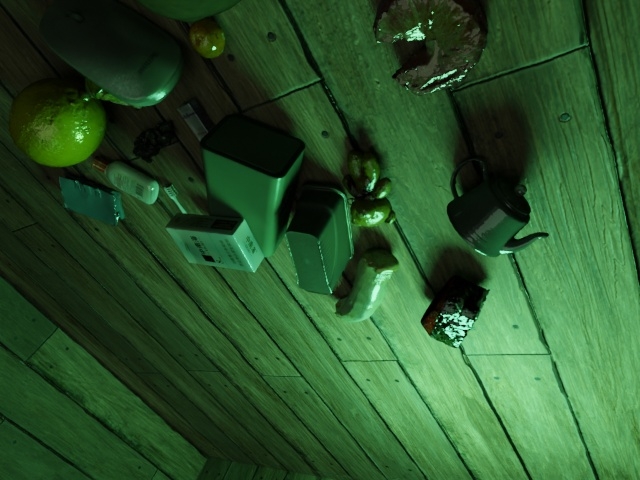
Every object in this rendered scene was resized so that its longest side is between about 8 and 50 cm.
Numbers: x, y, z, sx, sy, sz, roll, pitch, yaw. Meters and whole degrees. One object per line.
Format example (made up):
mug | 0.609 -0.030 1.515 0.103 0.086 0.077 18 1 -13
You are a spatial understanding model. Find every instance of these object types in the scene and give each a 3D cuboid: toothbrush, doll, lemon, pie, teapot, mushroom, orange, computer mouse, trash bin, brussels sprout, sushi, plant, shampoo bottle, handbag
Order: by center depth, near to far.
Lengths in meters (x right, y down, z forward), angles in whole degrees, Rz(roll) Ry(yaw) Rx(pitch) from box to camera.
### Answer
pie | 0.201 -0.381 0.866 0.205 0.054 0.218 -26 116 42
teapot | 0.380 -0.077 1.011 0.239 0.163 0.149 54 130 15
orange | -0.249 -0.448 1.025 0.083 0.070 0.083 20 129 27
computer mouse | -0.473 -0.447 1.059 0.331 0.197 0.095 32 167 -4
doll | 0.109 -0.118 1.144 0.137 0.097 0.209 3 127 33
brussels sprout | -0.503 -0.405 1.164 0.149 0.152 0.121 24 105 40
trash bin | -0.181 -0.132 1.239 0.223 0.158 0.343 23 143 8
lemon | -0.723 -0.323 1.280 0.236 0.236 0.263 31 119 -3
sushi | 0.372 0.202 1.285 0.126 0.136 0.225 30 143 11
plant | -0.474 -0.279 1.308 0.174 0.087 0.085 -23 93 36
mushroom | 0.134 0.150 1.397 0.123 0.095 0.351 42 139 15
shampoo bottle | -0.625 -0.201 1.476 0.221 0.051 0.108 29 139 0
toothbrush | -0.413 -0.045 1.538 0.030 0.025 0.342 -7 127 30
handbag | -0.802 -0.145 1.625 0.221 0.057 0.144 21 133 8

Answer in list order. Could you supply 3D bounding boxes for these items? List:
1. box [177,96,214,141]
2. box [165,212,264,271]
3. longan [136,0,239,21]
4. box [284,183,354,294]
box | -0.320 -0.313 1.218 0.051 0.036 0.117 -10 126 36
box | -0.294 0.004 1.290 0.243 0.067 0.155 7 137 27
longan | -0.244 -0.533 0.783 0.298 0.297 0.297 15 136 15
box | 0.000 0.000 1.251 0.139 0.178 0.274 6 134 22
